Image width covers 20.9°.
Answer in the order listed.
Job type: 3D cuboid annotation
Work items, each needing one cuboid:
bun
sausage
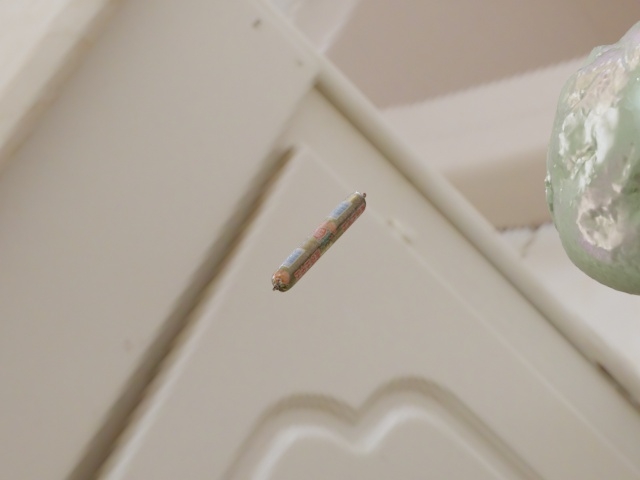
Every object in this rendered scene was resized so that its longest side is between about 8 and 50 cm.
[{"bbox_3d":[0.299,-0.096,1.347,0.293,0.187,0.293,-21,34,15],"label":"bun"},{"bbox_3d":[0.000,0.000,1.025,0.015,0.015,0.100,-18,21,47],"label":"sausage"}]
